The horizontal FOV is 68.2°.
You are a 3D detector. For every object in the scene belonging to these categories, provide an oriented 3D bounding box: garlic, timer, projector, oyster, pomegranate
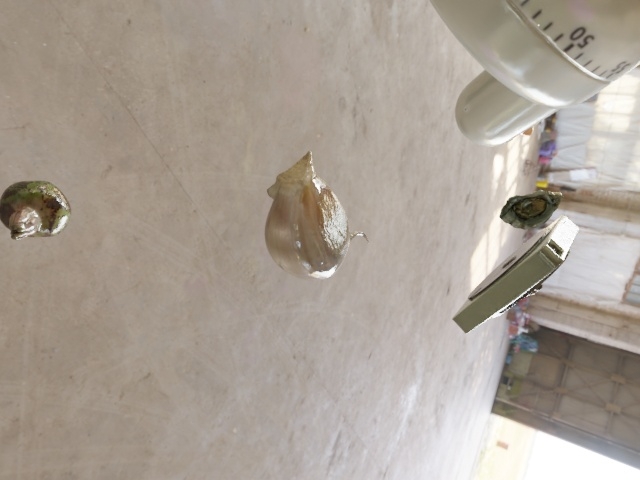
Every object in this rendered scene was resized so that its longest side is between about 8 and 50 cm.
[{"bbox_3d":[-0.001,0.003,0.778,0.148,0.128,0.266,-37,148,3],"label":"garlic"},{"bbox_3d":[0.169,-0.214,0.411,0.234,0.240,0.233,18,56,-28],"label":"timer"},{"bbox_3d":[0.427,0.076,1.017,0.257,0.079,0.259,-26,161,-51],"label":"projector"},{"bbox_3d":[0.413,-0.069,0.941,0.037,0.100,0.098,-87,-159,-62],"label":"oyster"},{"bbox_3d":[-0.616,-0.051,1.009,0.125,0.138,0.163,122,-24,-48],"label":"pomegranate"}]
